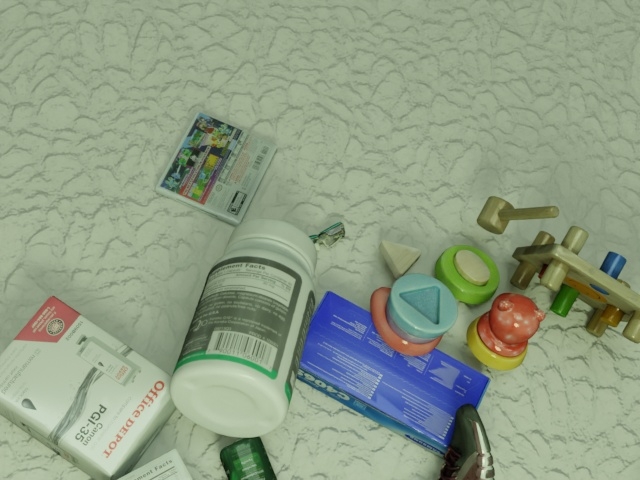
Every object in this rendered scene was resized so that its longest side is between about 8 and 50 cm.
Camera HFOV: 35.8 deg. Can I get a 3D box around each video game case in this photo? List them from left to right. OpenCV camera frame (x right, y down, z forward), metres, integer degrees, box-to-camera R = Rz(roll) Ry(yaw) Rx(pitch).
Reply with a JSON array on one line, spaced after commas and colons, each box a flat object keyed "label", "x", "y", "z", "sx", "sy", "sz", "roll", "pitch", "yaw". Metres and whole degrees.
[{"label": "video game case", "x": -0.208, "y": -0.146, "z": 1.998, "sx": 0.184, "sy": 0.023, "sz": 0.201, "roll": 23, "pitch": 64, "yaw": 1}]

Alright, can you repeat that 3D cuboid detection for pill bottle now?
[{"label": "pill bottle", "x": -0.121, "y": 0.144, "z": 1.744, "sx": 0.204, "sy": 0.204, "sz": 0.361, "roll": 17, "pitch": 48, "yaw": -2}]

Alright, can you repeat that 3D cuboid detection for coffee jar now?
[{"label": "coffee jar", "x": -0.107, "y": 0.435, "z": 1.701, "sx": 0.079, "sy": 0.096, "sz": 0.184, "roll": -20, "pitch": 69, "yaw": -15}]

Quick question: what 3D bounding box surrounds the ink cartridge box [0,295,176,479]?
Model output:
[{"label": "ink cartridge box", "x": -0.411, "y": 0.263, "z": 1.716, "sx": 0.283, "sy": 0.117, "sz": 0.207, "roll": 32, "pitch": 63, "yaw": 6}]

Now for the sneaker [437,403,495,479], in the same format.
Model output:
[{"label": "sneaker", "x": 0.215, "y": 0.428, "z": 1.712, "sx": 0.163, "sy": 0.106, "sz": 0.281, "roll": -7, "pitch": 97, "yaw": -3}]

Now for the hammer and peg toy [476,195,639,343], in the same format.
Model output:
[{"label": "hammer and peg toy", "x": 0.459, "y": 0.057, "z": 1.865, "sx": 0.361, "sy": 0.266, "sz": 0.127, "roll": 32, "pitch": 85, "yaw": -5}]

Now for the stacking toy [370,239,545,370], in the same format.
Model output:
[{"label": "stacking toy", "x": 0.255, "y": 0.085, "z": 1.863, "sx": 0.309, "sy": 0.130, "sz": 0.279, "roll": 7, "pitch": 50, "yaw": -16}]

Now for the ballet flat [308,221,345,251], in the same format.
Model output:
[{"label": "ballet flat", "x": 0.000, "y": 0.000, "z": 1.958, "sx": 0.114, "sy": 0.041, "sz": 0.041, "roll": -22, "pitch": 71, "yaw": -18}]

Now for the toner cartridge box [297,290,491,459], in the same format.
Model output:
[{"label": "toner cartridge box", "x": 0.123, "y": 0.250, "z": 1.839, "sx": 0.348, "sy": 0.075, "sz": 0.165, "roll": 29, "pitch": 65, "yaw": 4}]

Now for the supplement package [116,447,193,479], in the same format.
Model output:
[{"label": "supplement package", "x": -0.242, "y": 0.490, "z": 1.630, "sx": 0.139, "sy": 0.134, "sz": 0.244, "roll": -25, "pitch": 72, "yaw": -20}]
